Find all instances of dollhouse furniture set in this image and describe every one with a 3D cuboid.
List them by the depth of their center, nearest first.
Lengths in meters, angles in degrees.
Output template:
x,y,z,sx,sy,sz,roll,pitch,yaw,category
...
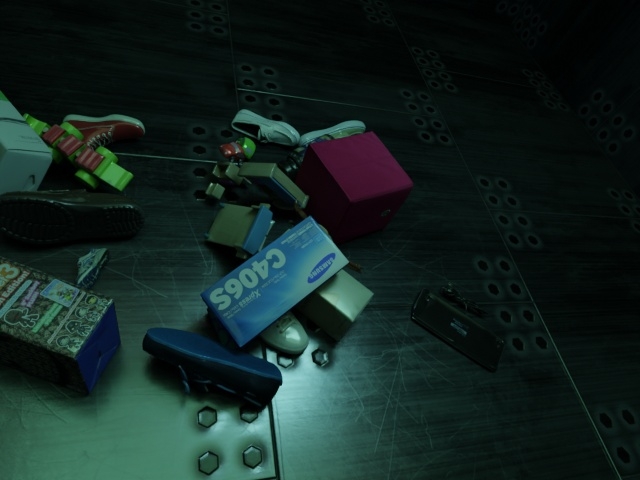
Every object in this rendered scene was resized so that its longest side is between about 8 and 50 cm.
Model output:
x,y,z,sx,sy,sz,roll,pitch,yaw,category
-0.228,-0.064,1.368,0.287,0.198,0.303,9,69,36,dollhouse furniture set

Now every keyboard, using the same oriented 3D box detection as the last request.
x,y,z,sx,sy,sz,roll,pitch,yaw,category
0.453,0.258,1.410,0.317,0.033,0.201,34,57,5,keyboard

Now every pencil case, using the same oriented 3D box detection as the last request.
x,y,z,sx,sy,sz,roll,pitch,yaw,category
-0.243,0.226,1.149,0.070,0.064,0.151,-24,65,-16,pencil case

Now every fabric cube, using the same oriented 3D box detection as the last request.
x,y,z,sx,sy,sz,roll,pitch,yaw,category
0.096,-0.170,1.452,0.258,0.254,0.259,-18,63,-31,fabric cube

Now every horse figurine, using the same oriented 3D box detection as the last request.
x,y,z,sx,sy,sz,roll,pitch,yaw,category
0.000,0.000,1.295,0.066,0.174,0.263,-44,115,-10,horse figurine

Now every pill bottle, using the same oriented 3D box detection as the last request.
x,y,z,sx,sy,sz,roll,pitch,yaw,category
-0.041,-0.280,1.552,0.219,0.122,0.122,-31,69,-19,pill bottle

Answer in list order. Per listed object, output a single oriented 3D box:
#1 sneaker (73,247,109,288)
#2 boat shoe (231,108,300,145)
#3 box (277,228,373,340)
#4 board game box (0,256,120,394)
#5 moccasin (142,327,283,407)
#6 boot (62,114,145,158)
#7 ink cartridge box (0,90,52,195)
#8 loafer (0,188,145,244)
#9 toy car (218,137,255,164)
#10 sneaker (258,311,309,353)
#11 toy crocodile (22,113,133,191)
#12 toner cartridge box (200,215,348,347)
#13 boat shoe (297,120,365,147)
x,y,z,sx,sy,sz,roll,pitch,yaw,category
-0.610,0.072,1.143,0.058,0.052,0.135,12,43,1,sneaker
-0.207,-0.401,1.629,0.258,0.095,0.084,19,54,8,boat shoe
-0.020,0.127,1.257,0.311,0.148,0.121,37,52,10,box
-0.607,0.182,0.936,0.291,0.232,0.141,22,50,-3,board game box
-0.260,0.312,1.027,0.342,0.116,0.138,24,5,-7,moccasin
-0.685,-0.309,1.375,0.245,0.088,0.176,-3,56,-13,boot
-0.874,-0.244,1.155,0.289,0.211,0.122,44,20,15,ink cartridge box
-0.680,-0.072,1.189,0.366,0.133,0.130,3,27,-30,loafer
-0.248,-0.299,1.504,0.239,0.053,0.225,34,22,-37,toy car
-0.140,0.186,1.182,0.290,0.123,0.106,41,49,10,sneaker
-0.692,-0.249,1.241,0.341,0.105,0.115,33,71,3,toy crocodile
-0.113,0.102,1.120,0.348,0.075,0.165,-37,83,-18,toner cartridge box
0.054,-0.388,1.715,0.303,0.109,0.094,-22,80,-22,boat shoe
